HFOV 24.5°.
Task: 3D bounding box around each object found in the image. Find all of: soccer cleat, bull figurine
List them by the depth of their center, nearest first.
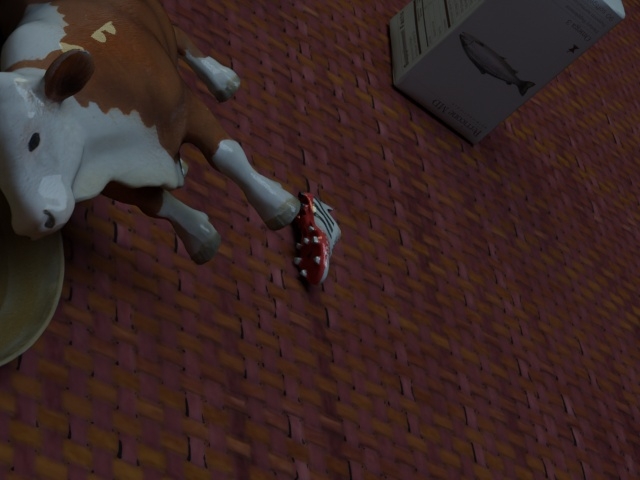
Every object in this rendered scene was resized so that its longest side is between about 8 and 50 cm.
[{"bbox_3d":[-0.116,-0.080,0.831,0.188,0.101,0.310,42,16,-30],"label":"bull figurine"},{"bbox_3d":[0.000,0.000,1.009,0.035,0.029,0.083,23,34,-30],"label":"soccer cleat"}]

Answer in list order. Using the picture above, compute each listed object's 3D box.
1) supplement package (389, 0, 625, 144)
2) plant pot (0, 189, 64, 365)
[{"bbox_3d":[0.158,-0.192,1.282,0.105,0.179,0.105,32,34,-26],"label":"supplement package"},{"bbox_3d":[-0.234,-0.024,0.727,0.236,0.032,0.236,34,32,-25],"label":"plant pot"}]
